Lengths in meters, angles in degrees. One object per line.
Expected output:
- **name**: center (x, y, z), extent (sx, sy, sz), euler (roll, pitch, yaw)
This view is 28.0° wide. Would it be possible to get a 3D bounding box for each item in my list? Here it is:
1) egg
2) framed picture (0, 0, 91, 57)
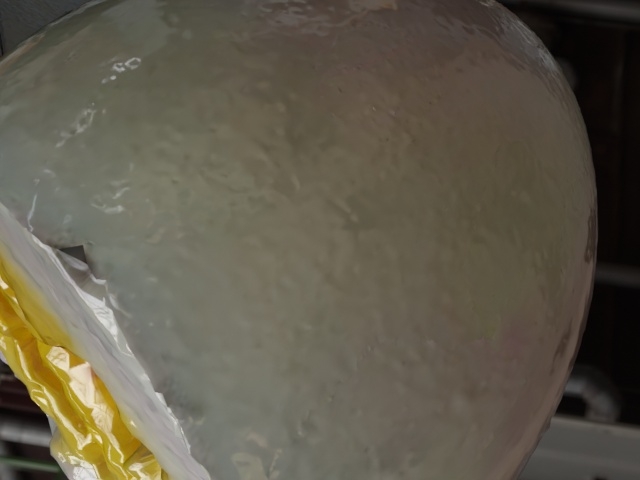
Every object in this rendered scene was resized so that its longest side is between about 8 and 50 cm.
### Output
- **egg**: center (0.000, 0.000, 0.715), extent (0.340, 0.354, 0.354), euler (-36, -27, -22)
- **framed picture**: center (-0.175, -0.171, 1.126), extent (0.014, 0.255, 0.338), euler (-53, 36, 23)
